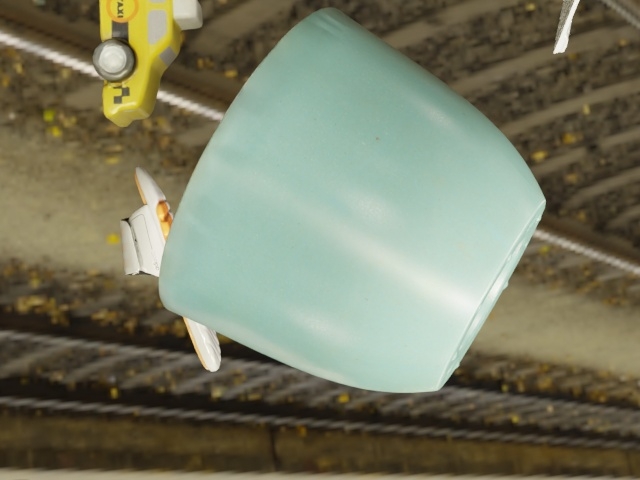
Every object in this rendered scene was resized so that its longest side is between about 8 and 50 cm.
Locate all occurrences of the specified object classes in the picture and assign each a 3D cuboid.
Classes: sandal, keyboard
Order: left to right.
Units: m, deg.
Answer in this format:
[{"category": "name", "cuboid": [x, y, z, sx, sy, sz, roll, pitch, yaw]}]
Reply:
[{"category": "sandal", "cuboid": [-0.195, 0.039, 1.541, 0.076, 0.265, 0.102, -20, 171, 0]}, {"category": "keyboard", "cuboid": [0.275, -0.284, 1.386, 0.014, 0.256, 0.072, 14, 126, 6]}]

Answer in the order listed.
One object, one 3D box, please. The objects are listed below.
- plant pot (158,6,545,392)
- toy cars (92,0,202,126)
[{"category": "plant pot", "cuboid": [0.044, -0.009, 1.080, 0.235, 0.293, 0.293, 30, 167, 10]}, {"category": "toy cars", "cuboid": [-0.151, -0.272, 1.184, 0.087, 0.394, 0.176, -2, 138, -1]}]
